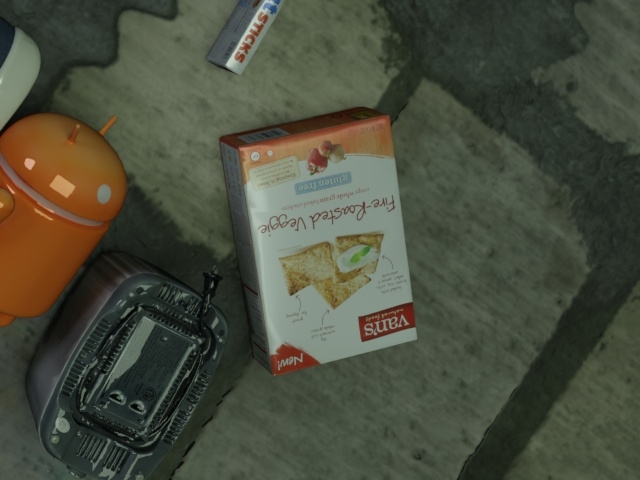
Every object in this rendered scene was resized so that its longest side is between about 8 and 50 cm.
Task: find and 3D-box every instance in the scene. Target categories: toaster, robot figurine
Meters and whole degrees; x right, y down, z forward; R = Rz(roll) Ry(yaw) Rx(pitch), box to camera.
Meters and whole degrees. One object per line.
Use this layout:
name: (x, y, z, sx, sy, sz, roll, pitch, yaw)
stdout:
toaster: (-0.179, 0.103, 1.520, 0.129, 0.146, 0.227, 28, 92, -25)
robot figurine: (-0.255, -0.020, 1.455, 0.158, 0.128, 0.219, 25, 111, -38)

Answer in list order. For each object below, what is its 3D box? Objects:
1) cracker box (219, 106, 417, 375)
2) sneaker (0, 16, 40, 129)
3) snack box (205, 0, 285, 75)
cracker box: (0.000, 0.000, 1.611, 0.155, 0.067, 0.232, -14, 107, -18)
sneaker: (-0.392, -0.064, 1.414, 0.148, 0.131, 0.350, 36, 78, -26)
snack box: (-0.045, -0.237, 1.539, 0.022, 0.064, 0.178, 31, 90, -23)
